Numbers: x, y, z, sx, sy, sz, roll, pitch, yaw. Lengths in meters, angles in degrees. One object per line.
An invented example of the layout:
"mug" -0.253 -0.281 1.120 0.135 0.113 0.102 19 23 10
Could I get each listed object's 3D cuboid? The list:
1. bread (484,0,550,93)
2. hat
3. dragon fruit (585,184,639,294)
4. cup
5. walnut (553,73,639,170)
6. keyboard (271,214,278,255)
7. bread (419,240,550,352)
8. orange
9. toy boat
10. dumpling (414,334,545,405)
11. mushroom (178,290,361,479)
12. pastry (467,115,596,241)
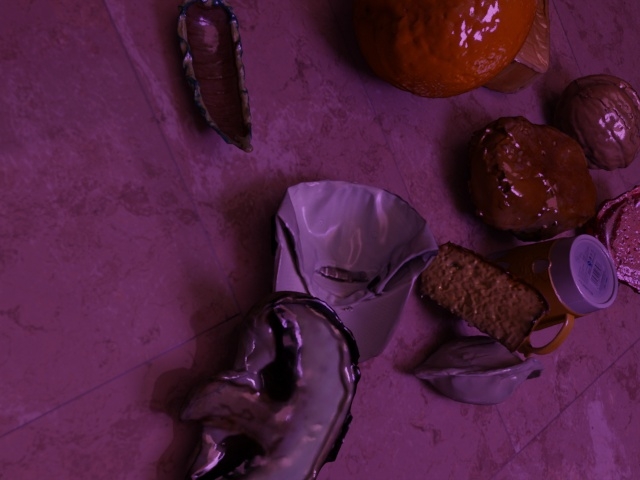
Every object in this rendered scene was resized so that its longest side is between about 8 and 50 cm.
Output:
"bread" 0.432 -0.481 1.370 0.152 0.119 0.288 17 70 -27
"hat" 0.036 0.057 1.014 0.258 0.168 0.301 13 103 -3
"dragon fruit" 0.729 0.006 1.452 0.189 0.163 0.262 16 74 -59
"cup" 0.453 0.111 1.207 0.185 0.226 0.241 20 63 -27
"walnut" 0.665 -0.282 1.438 0.198 0.198 0.245 -47 108 -29
"keyboard" -0.001 0.000 1.076 0.196 0.015 0.074 6 82 -30
"bread" 0.315 0.107 1.142 0.134 0.260 0.129 23 99 -50
"orange" 0.227 -0.421 1.111 0.293 0.340 0.340 47 57 -48
"toy boat" -0.167 -0.260 0.978 0.108 0.099 0.293 -7 77 -33
"dumpling" 0.301 0.238 1.116 0.252 0.179 0.131 13 75 -30
"mushroom" -0.081 0.238 0.891 0.247 0.130 0.344 14 89 -16
"pastry" 0.431 -0.124 1.277 0.311 0.162 0.255 17 71 -26
